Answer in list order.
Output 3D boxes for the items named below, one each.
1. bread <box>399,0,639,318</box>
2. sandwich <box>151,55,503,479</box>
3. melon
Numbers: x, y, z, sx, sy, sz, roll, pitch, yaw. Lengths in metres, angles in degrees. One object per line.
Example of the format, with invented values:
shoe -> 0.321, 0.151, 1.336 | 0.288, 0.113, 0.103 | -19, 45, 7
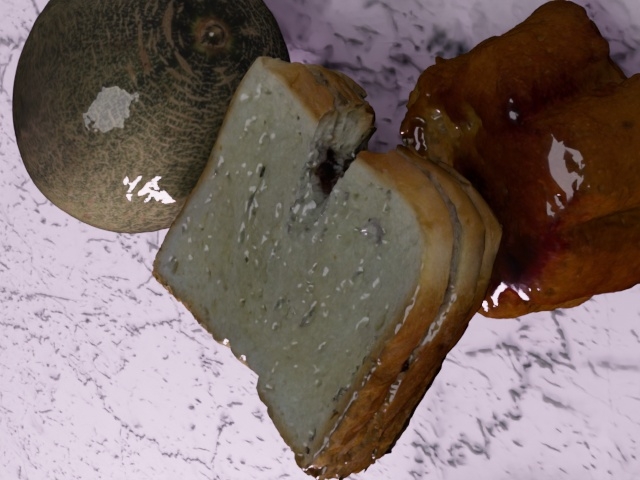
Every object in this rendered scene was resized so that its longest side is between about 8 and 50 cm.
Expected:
bread -> 0.161, -0.055, 0.914 | 0.232, 0.135, 0.246 | 51, 143, 30
sandwich -> 0.002, 0.011, 0.926 | 0.273, 0.095, 0.249 | 47, 120, 36
melon -> -0.166, -0.133, 1.104 | 0.329, 0.249, 0.248 | -26, 95, 53
